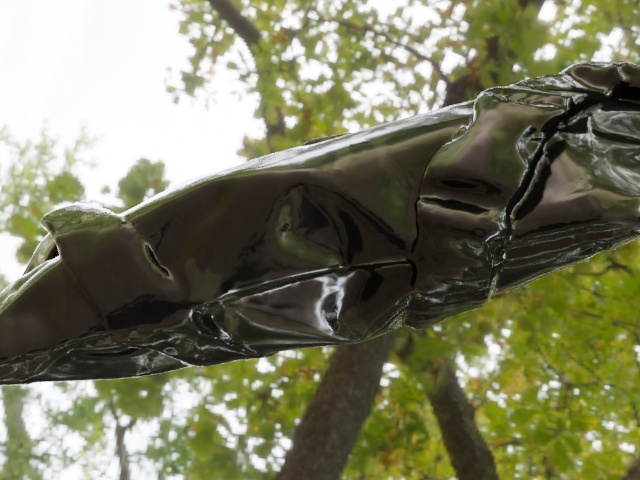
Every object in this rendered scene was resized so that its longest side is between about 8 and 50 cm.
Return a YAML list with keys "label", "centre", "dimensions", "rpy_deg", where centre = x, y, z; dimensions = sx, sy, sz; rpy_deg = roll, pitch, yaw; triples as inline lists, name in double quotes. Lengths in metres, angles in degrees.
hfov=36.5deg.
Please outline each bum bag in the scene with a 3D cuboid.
- label: "bum bag"
  centre: [0.000, 0.000, 0.425]
  dimensions: [0.144, 0.340, 0.095]
  rpy_deg: [-81, 156, -65]
